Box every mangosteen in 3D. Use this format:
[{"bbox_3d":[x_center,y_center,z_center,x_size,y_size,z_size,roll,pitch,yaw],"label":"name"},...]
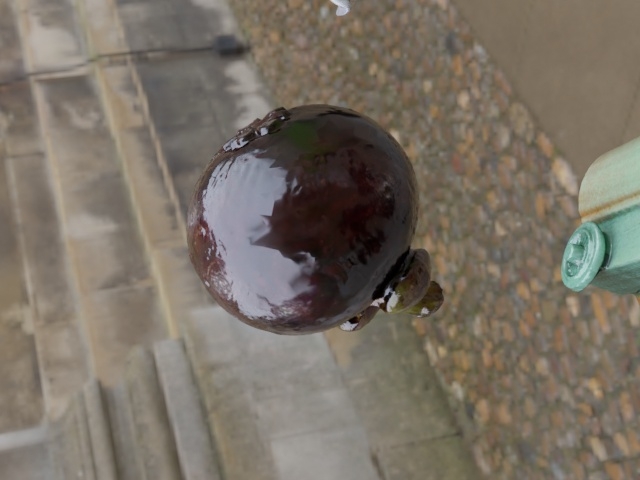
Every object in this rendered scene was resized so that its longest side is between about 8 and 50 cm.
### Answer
[{"bbox_3d":[-0.015,-0.012,1.334,0.297,0.297,0.293,-123,16,-57],"label":"mangosteen"}]

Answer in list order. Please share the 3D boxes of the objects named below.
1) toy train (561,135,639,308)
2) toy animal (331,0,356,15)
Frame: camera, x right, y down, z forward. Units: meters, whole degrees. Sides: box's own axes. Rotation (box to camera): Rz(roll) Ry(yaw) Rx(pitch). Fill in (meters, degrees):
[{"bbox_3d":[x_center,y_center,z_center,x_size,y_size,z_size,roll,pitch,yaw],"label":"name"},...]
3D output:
[{"bbox_3d":[0.305,-0.034,0.955,0.285,0.116,0.177,142,146,-74],"label":"toy train"},{"bbox_3d":[0.028,-0.366,1.519,0.131,0.221,0.104,7,112,32],"label":"toy animal"}]
